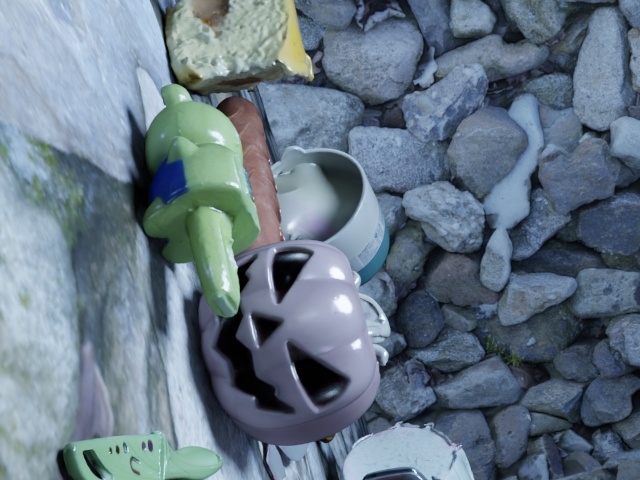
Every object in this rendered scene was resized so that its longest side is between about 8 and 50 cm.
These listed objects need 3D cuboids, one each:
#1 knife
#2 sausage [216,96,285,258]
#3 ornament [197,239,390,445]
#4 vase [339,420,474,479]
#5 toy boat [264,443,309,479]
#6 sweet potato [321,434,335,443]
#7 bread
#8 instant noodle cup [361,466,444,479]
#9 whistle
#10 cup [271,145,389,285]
[{"bbox_3d":[-0.089,0.123,0.355,0.207,0.014,0.030,66,8,-70],"label":"knife"},{"bbox_3d":[-0.106,-0.087,0.876,0.433,0.088,0.088,-107,178,-47],"label":"sausage"},{"bbox_3d":[-0.018,0.083,0.550,0.177,0.178,0.177,-17,90,-88],"label":"ornament"},{"bbox_3d":[0.170,0.553,1.050,0.250,0.250,0.445,-101,178,-76],"label":"vase"},{"bbox_3d":[-0.027,0.200,0.802,0.318,0.072,0.219,-100,170,-54],"label":"toy boat"},{"bbox_3d":[0.005,0.291,1.048,0.206,0.060,0.068,85,27,-43],"label":"sweet potato"},{"bbox_3d":[-0.109,-0.254,0.900,0.211,0.184,0.224,81,-5,-60],"label":"bread"},{"bbox_3d":[0.075,0.309,0.346,0.302,0.258,0.181,60,18,-9],"label":"instant noodle cup"},{"bbox_3d":[-0.097,-0.034,0.507,0.105,0.085,0.227,70,2,-50],"label":"whistle"},{"bbox_3d":[0.000,0.000,1.184,0.289,0.219,0.257,-67,151,-21],"label":"cup"}]
